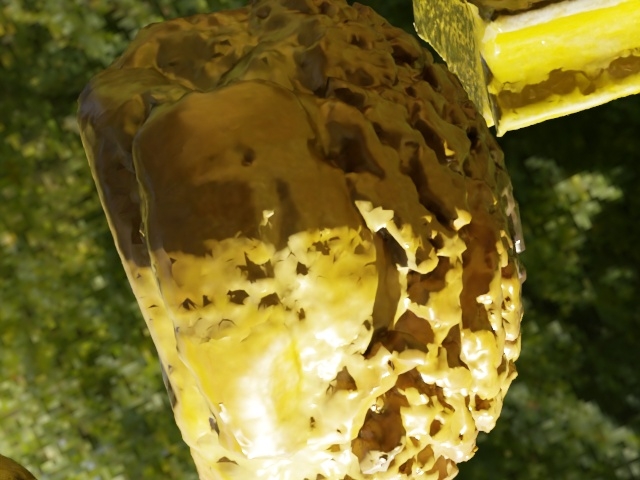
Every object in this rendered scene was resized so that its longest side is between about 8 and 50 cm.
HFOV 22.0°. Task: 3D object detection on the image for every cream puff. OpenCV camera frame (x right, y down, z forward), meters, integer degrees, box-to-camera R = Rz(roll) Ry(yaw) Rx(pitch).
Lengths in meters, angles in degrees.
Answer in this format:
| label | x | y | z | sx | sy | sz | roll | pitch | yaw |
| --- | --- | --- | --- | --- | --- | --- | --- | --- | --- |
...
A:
| label | x | y | z | sx | sy | sz | roll | pitch | yaw |
| --- | --- | --- | --- | --- | --- | --- | --- | --- | --- |
| cream puff | 0.000 | 0.000 | 0.961 | 0.343 | 0.231 | 0.327 | 91 | 162 | -75 |

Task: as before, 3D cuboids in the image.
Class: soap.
| label | x | y | z | sx | sy | sz | roll | pitch | yaw |
| --- | --- | --- | --- | --- | --- | --- | --- | --- | --- |
| soap | 0.231 | -0.218 | 1.409 | 0.259 | 0.281 | 0.143 | -119 | 14 | -61 |

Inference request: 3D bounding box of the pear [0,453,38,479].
| label | x | y | z | sx | sy | sz | roll | pitch | yaw |
| --- | --- | --- | --- | --- | --- | --- | --- | --- | --- |
| pear | -0.383 | 0.277 | 1.374 | 0.285 | 0.336 | 0.285 | 17 | -90 | -83 |
